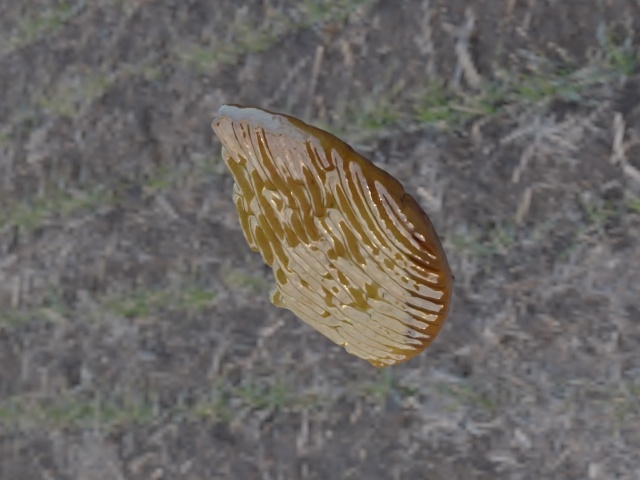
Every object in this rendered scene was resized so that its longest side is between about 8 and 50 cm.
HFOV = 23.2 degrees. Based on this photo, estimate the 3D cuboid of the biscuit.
[{"bbox_3d":[0.000,0.001,1.035,0.176,0.228,0.031,-28,28,49],"label":"biscuit"}]
